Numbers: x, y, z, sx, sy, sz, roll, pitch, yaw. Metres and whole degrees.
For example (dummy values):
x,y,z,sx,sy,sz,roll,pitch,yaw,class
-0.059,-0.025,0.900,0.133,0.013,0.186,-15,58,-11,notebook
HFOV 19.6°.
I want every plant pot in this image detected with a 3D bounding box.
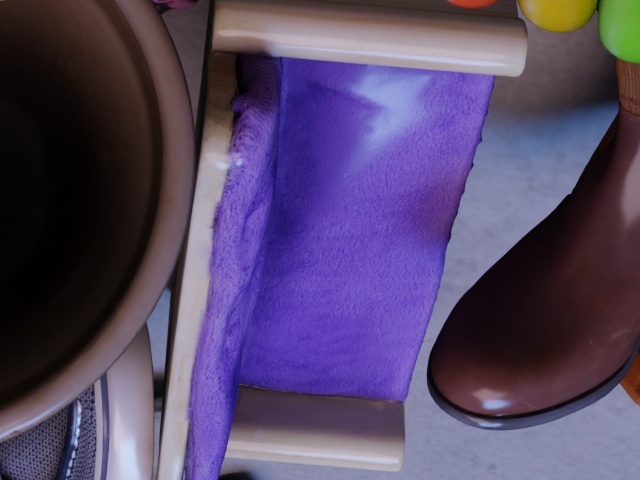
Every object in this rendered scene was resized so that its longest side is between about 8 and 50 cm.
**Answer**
x,y,z,sx,sy,sz,roll,pitch,yaw,class
-0.195,-0.029,0.884,0.263,0.263,0.229,5,176,-6,plant pot

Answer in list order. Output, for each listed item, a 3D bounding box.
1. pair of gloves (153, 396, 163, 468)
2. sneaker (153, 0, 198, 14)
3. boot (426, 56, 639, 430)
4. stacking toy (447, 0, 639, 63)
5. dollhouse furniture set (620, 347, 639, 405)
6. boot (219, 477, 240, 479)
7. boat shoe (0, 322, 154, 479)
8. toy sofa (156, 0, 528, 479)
x,y,z,sx,sy,sz,roll,pitch,yaw,class
-0.191,0.094,1.201,0.204,0.042,0.240,-16,140,13,pair of gloves
-0.118,-0.142,0.918,0.119,0.047,0.057,32,142,-31,sneaker
0.154,-0.056,0.897,0.264,0.096,0.280,-29,145,-16,boot
0.128,-0.125,0.740,0.330,0.141,0.141,13,141,10,stacking toy
0.318,0.116,1.082,0.259,0.262,0.135,-25,147,-19,dollhouse furniture set
-0.112,0.296,1.373,0.246,0.094,0.207,-28,135,0,boot
-0.205,0.158,1.141,0.158,0.127,0.340,2,141,-18,boat shoe
0.000,0.000,0.982,0.150,0.177,0.362,5,140,-6,toy sofa
